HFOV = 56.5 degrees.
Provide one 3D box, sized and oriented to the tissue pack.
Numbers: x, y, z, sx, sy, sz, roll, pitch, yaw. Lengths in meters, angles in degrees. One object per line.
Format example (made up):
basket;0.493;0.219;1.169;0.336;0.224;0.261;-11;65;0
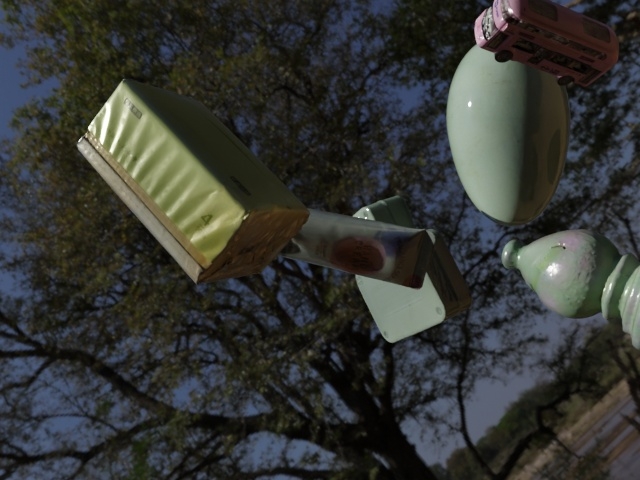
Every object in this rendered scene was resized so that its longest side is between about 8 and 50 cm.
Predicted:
tissue pack;-0.147;-0.069;0.720;0.125;0.234;0.159;-49;-16;18

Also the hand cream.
hand cream;0.000;0.000;0.923;0.078;0.340;0.124;-69;-11;-47

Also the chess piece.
chess piece;0.257;0.049;0.421;0.139;0.271;0.139;-25;-56;-44

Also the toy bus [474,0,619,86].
toy bus;0.320;-0.281;0.834;0.203;0.063;0.090;12;-25;-18

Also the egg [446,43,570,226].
egg;0.366;-0.211;1.164;0.230;0.230;0.371;-18;-76;-42

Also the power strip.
power strip;0.137;0.055;1.147;0.141;0.261;0.229;-19;-11;-29
